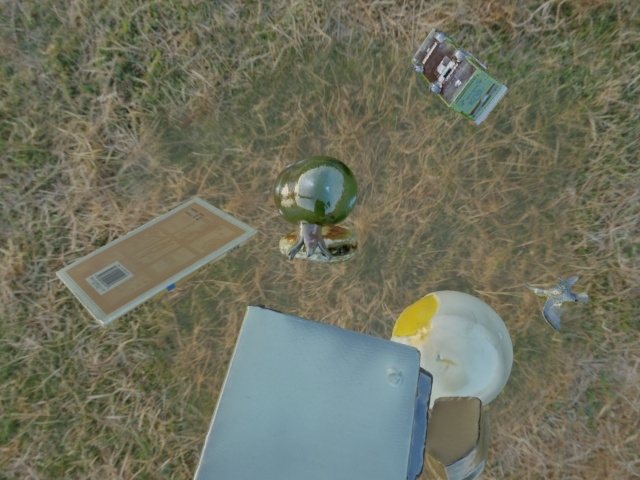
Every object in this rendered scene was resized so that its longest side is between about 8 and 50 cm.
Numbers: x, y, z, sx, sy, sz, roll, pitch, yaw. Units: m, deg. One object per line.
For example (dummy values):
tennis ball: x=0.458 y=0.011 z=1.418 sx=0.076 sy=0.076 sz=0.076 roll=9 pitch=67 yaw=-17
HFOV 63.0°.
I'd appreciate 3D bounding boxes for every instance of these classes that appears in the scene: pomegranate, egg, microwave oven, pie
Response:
pomegranate: x=-0.010 y=-0.057 z=0.954 sx=0.152 sy=0.131 sz=0.191 roll=-8 pitch=76 yaw=40
egg: x=0.315 y=0.261 z=1.254 sx=0.283 sy=0.345 sz=0.283 roll=-1 pitch=88 yaw=22
microwave oven: x=-0.037 y=0.316 z=0.695 sx=0.247 sy=0.394 sz=0.333 roll=17 pitch=61 yaw=-3
pie: x=0.000 y=0.000 z=1.343 sx=0.179 sy=0.205 sz=0.084 roll=19 pitch=113 yaw=38

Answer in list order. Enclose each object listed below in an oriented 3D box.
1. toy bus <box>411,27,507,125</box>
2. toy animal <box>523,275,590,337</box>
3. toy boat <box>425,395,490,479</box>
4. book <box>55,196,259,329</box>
toy bus: x=0.301 y=-0.361 z=1.146 sx=0.139 sy=0.301 sz=0.113 roll=23 pitch=120 yaw=-21
toy animal: x=0.642 y=0.136 z=1.426 sx=0.155 sy=0.095 sz=0.219 roll=33 pitch=55 yaw=12
toy boat: x=0.258 y=0.383 z=0.999 sx=0.116 sy=0.188 sz=0.061 roll=-7 pitch=118 yaw=26
book: x=-0.231 y=0.019 z=0.744 sx=0.242 sy=0.018 sz=0.170 roll=-33 pitch=41 yaw=-30
